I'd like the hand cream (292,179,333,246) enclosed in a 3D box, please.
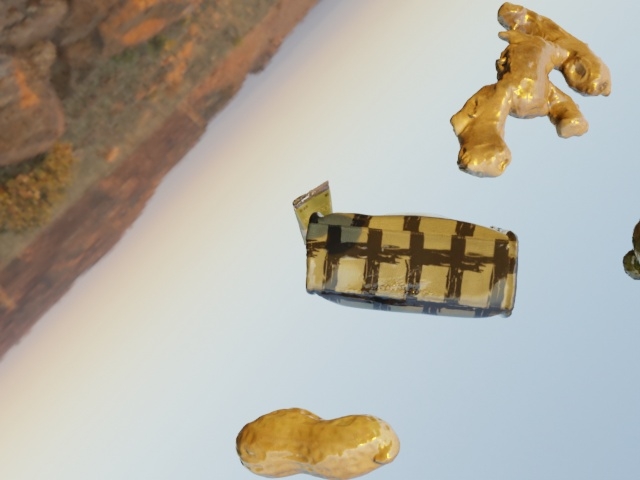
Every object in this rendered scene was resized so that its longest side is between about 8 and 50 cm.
[{"bbox_3d":[0.000,0.000,1.689,0.086,0.235,0.055,-34,-135,-26],"label":"hand cream"}]

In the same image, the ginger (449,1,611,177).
[{"bbox_3d":[0.229,-0.153,0.952,0.065,0.149,0.258,101,14,-54],"label":"ginger"}]

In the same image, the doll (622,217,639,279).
[{"bbox_3d":[0.418,0.022,0.894,0.097,0.209,0.137,-30,141,-52],"label":"doll"}]

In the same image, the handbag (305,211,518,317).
[{"bbox_3d":[0.156,0.030,1.487,0.327,0.325,0.162,-25,120,-80],"label":"handbag"}]

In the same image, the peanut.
[{"bbox_3d":[-0.007,0.310,1.364,0.263,0.101,0.117,-3,-135,24],"label":"peanut"}]
